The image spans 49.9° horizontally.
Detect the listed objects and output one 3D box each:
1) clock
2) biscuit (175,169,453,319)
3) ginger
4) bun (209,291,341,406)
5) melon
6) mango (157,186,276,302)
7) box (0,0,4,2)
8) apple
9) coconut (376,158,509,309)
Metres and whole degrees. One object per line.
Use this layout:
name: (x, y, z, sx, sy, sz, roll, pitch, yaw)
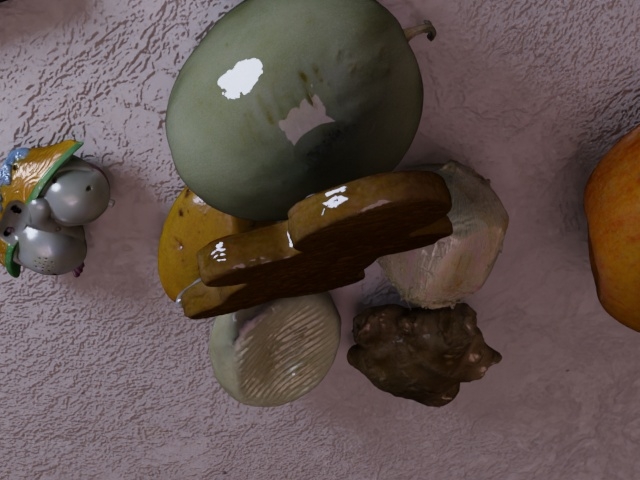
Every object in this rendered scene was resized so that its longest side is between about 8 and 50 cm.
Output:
clock: (-0.360, -0.037, 0.913, 0.144, 0.103, 0.231, 23, 118, -18)
biscuit: (-0.001, -0.001, 0.749, 0.283, 0.432, 0.064, -10, 77, -20)
ginger: (0.155, 0.148, 1.011, 0.219, 0.123, 0.270, 19, 141, -1)
bun: (-0.075, 0.137, 1.030, 0.223, 0.127, 0.222, -13, 119, -25)
melon: (-0.025, -0.152, 0.782, 0.272, 0.271, 0.308, 33, 116, -20)
mango: (-0.145, 0.006, 0.948, 0.147, 0.109, 0.227, 18, 119, -18)
box: (-0.492, -0.367, 0.728, 0.289, 0.073, 0.289, -17, 120, 6)
apple: (0.471, -0.021, 0.877, 0.275, 0.299, 0.299, -22, 120, 25)
coconut: (0.155, -0.020, 0.919, 0.195, 0.194, 0.194, -2, 120, -3)
